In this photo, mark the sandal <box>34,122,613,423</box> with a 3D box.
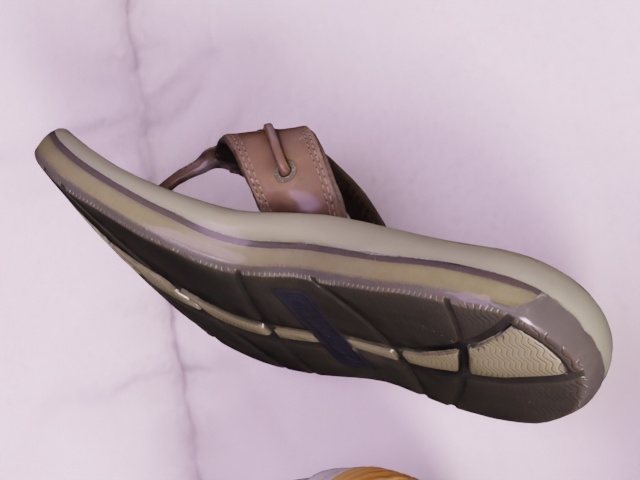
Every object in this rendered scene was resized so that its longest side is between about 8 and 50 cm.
[{"bbox_3d":[0.002,0.001,0.815,0.303,0.120,0.086,15,65,35],"label":"sandal"}]

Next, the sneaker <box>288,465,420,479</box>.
[{"bbox_3d":[0.009,0.246,0.784,0.131,0.112,0.296,-13,75,52],"label":"sneaker"}]
